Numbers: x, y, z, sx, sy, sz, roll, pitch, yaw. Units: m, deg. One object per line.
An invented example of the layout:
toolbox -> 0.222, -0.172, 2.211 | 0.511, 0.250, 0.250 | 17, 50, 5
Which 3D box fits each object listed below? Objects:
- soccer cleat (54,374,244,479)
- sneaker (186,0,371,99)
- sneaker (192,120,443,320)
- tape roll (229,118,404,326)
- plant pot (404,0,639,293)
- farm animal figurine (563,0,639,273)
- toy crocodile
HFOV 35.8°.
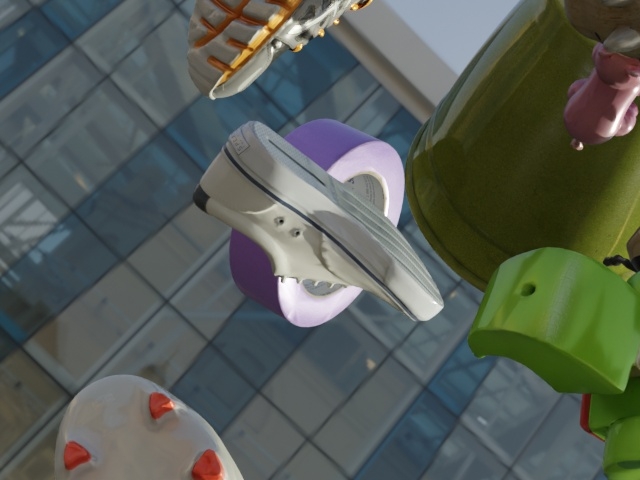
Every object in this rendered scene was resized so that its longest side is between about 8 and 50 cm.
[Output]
soccer cleat -> -0.037, 0.138, 0.359 | 0.196, 0.068, 0.076 | 53, -19, 20
sneaker -> -0.002, -0.172, 0.644 | 0.083, 0.215, 0.084 | 37, 6, -48
sneaker -> 0.000, 0.000, 0.871 | 0.258, 0.091, 0.094 | 39, 21, -24
tape roll -> 0.000, -0.023, 1.355 | 0.090, 0.275, 0.275 | 27, -29, 30
plant pot -> 0.321, -0.154, 1.166 | 0.366, 0.366, 0.353 | 37, -34, 13
farm animal figurine -> 0.244, -0.127, 0.582 | 0.326, 0.172, 0.330 | -14, -72, 44
toy crocodile -> 0.235, 0.106, 0.566 | 0.340, 0.115, 0.105 | 26, -28, -23
